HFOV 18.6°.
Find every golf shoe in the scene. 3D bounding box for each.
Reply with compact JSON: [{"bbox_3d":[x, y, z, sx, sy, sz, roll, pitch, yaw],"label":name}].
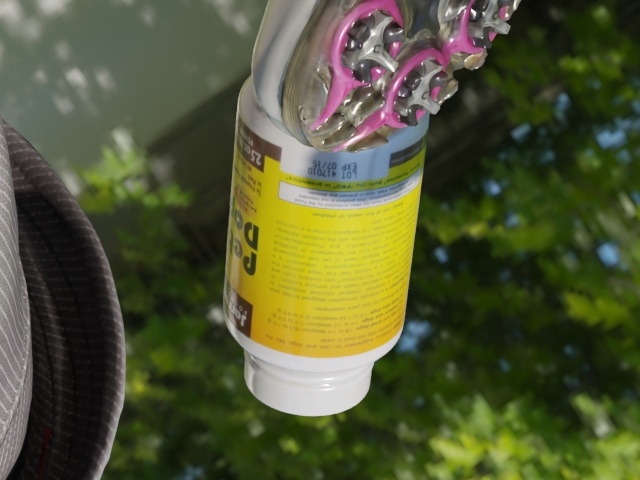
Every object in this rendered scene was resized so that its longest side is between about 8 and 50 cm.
[{"bbox_3d":[0.020,-0.109,0.497,0.086,0.067,0.186,16,-104,32],"label":"golf shoe"}]

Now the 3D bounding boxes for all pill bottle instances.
[{"bbox_3d":[0.000,0.000,1.219,0.117,0.215,0.117,4,-149,-2],"label":"pill bottle"}]

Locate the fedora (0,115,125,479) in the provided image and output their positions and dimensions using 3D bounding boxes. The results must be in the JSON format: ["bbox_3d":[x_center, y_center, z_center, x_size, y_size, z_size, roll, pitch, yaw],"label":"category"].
[{"bbox_3d":[-0.168,-0.018,0.474,0.243,0.275,0.124,-15,142,-29],"label":"fedora"}]
